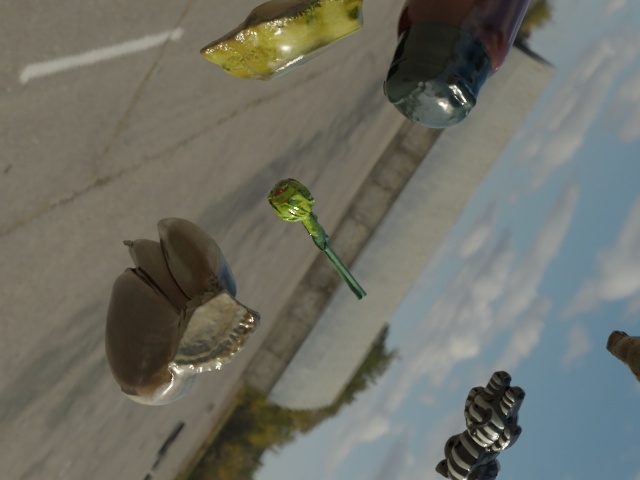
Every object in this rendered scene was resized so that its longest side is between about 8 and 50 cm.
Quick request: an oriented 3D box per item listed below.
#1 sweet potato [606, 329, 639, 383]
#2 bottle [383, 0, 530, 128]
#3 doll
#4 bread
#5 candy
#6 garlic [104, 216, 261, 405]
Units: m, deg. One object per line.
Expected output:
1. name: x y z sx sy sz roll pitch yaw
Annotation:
1. sweet potato: 0.495 0.181 1.657 0.085 0.112 0.286 -54 -170 10
2. bottle: 0.173 -0.284 1.316 0.336 0.144 0.144 -66 -176 -26
3. doll: 0.216 0.267 1.510 0.067 0.091 0.219 -8 132 -37
4. bread: -0.041 -0.256 1.397 0.161 0.088 0.233 -34 -170 -21
5. candy: 0.002 -0.002 2.038 0.073 0.262 0.077 -36 -174 7
6. garlic: -0.225 0.115 1.718 0.279 0.132 0.325 -61 -147 2
